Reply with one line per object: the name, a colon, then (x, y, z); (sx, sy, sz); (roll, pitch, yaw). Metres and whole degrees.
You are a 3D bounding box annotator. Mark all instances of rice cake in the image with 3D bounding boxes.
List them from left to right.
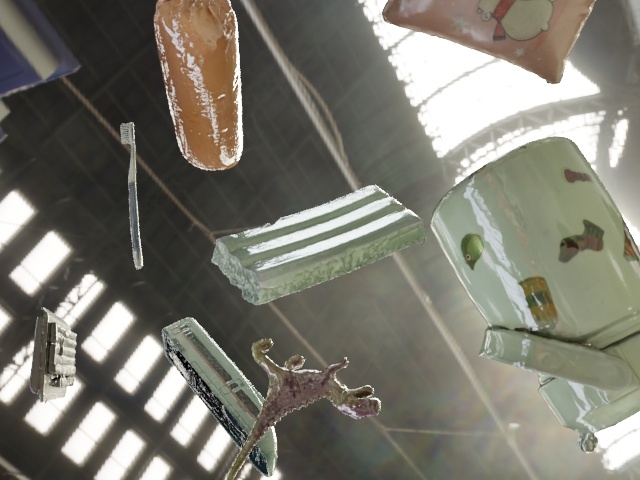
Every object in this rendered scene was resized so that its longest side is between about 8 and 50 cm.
rice cake: (0.000, 0.000, 0.898); (0.237, 0.127, 0.043); (-18, -56, -25)

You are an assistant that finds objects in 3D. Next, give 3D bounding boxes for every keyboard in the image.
keyboard: (-0.279, 0.125, 0.824); (0.025, 0.230, 0.094); (3, -99, -13)

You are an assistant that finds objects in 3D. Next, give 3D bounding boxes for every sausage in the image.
sausage: (-0.132, -0.171, 0.883); (0.289, 0.086, 0.086); (98, -175, -65)

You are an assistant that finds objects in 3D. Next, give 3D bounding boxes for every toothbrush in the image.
toothbrush: (-0.357, -0.088, 1.480); (0.024, 0.026, 0.288); (118, 146, -77)

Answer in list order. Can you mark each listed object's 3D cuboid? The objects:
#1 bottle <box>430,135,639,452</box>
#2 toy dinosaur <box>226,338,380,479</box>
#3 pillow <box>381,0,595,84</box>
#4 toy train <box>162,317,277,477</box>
bottle: (0.287, 0.079, 0.922); (0.229, 0.229, 0.352); (0, -121, -54)
toy dinosaur: (-0.051, 0.238, 1.171); (0.251, 0.200, 0.072); (-10, -51, -21)
pillow: (0.203, -0.292, 0.819); (0.223, 0.236, 0.084); (20, -137, -6)
toy train: (-0.181, 0.304, 1.545); (0.088, 0.407, 0.087); (-23, -46, -29)
